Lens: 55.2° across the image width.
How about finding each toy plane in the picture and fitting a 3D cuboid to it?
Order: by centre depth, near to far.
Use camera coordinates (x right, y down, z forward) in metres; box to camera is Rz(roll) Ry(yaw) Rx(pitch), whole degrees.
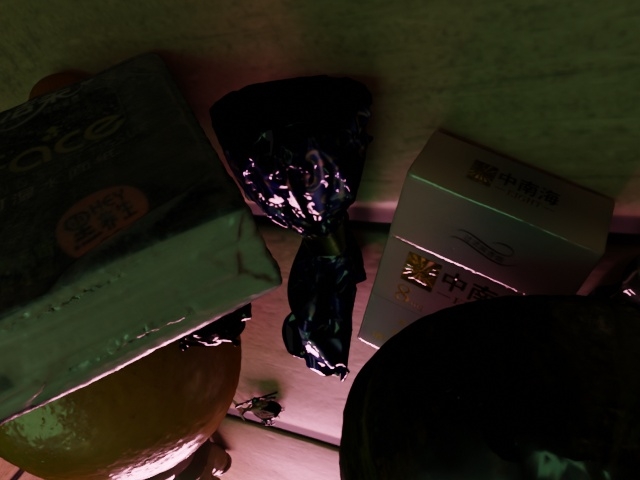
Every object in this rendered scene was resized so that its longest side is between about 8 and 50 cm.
[{"bbox_3d":[-0.099,0.270,0.984,0.120,0.031,0.049,-22,109,45],"label":"toy plane"}]

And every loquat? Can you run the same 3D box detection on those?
[{"bbox_3d":[-0.238,0.100,0.717,0.328,0.359,0.328,37,-177,-2],"label":"loquat"}]

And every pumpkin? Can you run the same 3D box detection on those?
[{"bbox_3d":[0.166,0.169,0.459,0.320,0.192,0.320,6,140,5],"label":"pumpkin"}]

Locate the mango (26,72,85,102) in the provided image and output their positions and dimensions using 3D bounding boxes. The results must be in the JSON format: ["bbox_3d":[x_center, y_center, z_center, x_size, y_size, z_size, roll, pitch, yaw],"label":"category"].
[{"bbox_3d":[-0.262,-0.121,0.668,0.159,0.084,0.105,34,136,2],"label":"mango"}]

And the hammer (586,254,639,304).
[{"bbox_3d":[0.318,0.114,0.504,0.226,0.041,0.159,28,141,10],"label":"hammer"}]

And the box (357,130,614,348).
[{"bbox_3d":[0.130,0.036,0.545,0.155,0.067,0.243,23,141,13],"label":"box"}]

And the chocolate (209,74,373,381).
[{"bbox_3d":[-0.002,0.004,0.585,0.148,0.126,0.343,-123,16,-45],"label":"chocolate"}]

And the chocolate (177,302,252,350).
[{"bbox_3d":[-0.121,0.041,0.580,0.156,0.156,0.133,1,129,36],"label":"chocolate"}]

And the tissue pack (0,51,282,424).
[{"bbox_3d":[-0.190,-0.027,0.487,0.316,0.228,0.103,54,165,49],"label":"tissue pack"}]

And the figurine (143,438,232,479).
[{"bbox_3d":[-0.278,0.358,1.073,0.203,0.248,0.380,1,143,29],"label":"figurine"}]
